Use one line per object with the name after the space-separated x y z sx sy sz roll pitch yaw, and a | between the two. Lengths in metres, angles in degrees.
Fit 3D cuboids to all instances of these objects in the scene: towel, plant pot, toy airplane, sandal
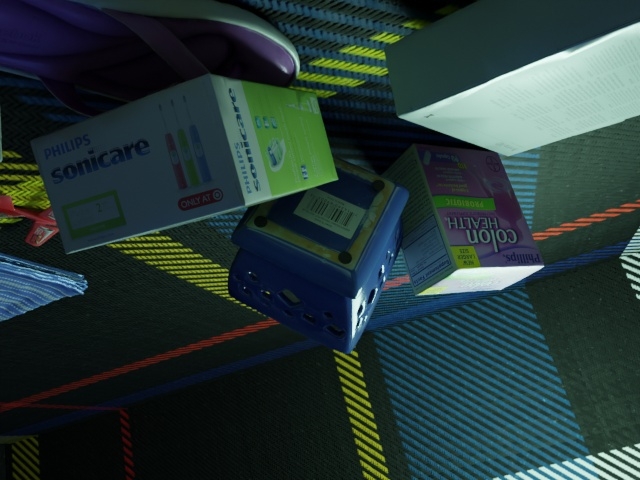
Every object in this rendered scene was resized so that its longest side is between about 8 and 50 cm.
-0.659 0.113 1.106 0.335 0.040 0.243 -21 157 17 | towel
0.000 0.000 0.894 0.235 0.236 0.212 25 151 10 | plant pot
-0.446 -0.036 0.888 0.151 0.028 0.151 -13 157 -6 | toy airplane
-0.203 -0.176 0.594 0.416 0.102 0.169 1 156 -37 | sandal

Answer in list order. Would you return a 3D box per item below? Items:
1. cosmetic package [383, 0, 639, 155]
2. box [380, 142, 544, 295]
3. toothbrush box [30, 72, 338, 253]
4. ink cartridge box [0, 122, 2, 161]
0.296 -0.208 0.706 0.284 0.098 0.377 -18 169 35 | cosmetic package
0.250 -0.037 1.034 0.213 0.243 0.117 0 155 -31 | box
-0.126 -0.088 0.639 0.206 0.122 0.283 -13 -175 20 | toothbrush box
-0.427 -0.128 0.556 0.067 0.115 0.198 -31 152 34 | ink cartridge box
